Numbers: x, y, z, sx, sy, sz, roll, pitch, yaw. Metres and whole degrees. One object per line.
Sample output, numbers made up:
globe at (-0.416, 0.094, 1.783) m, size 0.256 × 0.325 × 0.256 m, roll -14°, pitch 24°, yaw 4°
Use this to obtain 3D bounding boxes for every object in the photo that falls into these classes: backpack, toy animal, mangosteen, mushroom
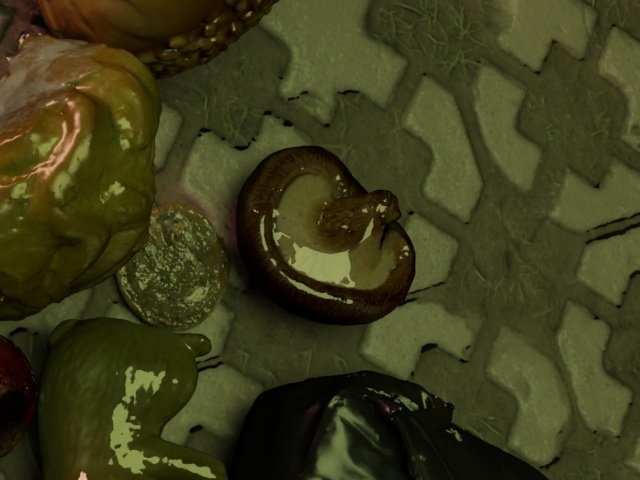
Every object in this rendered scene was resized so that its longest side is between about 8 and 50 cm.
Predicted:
backpack at (0.110, 0.351, 2.092) m, size 0.445 × 0.255 × 0.363 m, roll 19°, pitch 77°, yaw -28°
toy animal at (-0.215, 0.264, 1.957) m, size 0.180 × 0.181 × 0.363 m, roll 12°, pitch 69°, yaw -29°
mangosteen at (-0.384, 0.154, 1.913) m, size 0.180 × 0.166 × 0.166 m, roll 32°, pitch 62°, yaw 14°
mushroom at (-0.003, 0.004, 2.174) m, size 0.194 × 0.138 × 0.231 m, roll -35°, pitch 86°, yaw -17°

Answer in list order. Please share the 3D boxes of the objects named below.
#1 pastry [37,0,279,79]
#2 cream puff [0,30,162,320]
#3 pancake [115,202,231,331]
pastry at (-0.135, -0.350, 2.035) m, size 0.245 × 0.409 × 0.409 m, roll 39°, pitch 63°, yaw -9°
cream puff at (-0.283, -0.036, 1.904) m, size 0.323 × 0.274 × 0.270 m, roll -35°, pitch 124°, yaw -10°
pancake at (-0.167, 0.031, 2.129) m, size 0.151 × 0.025 × 0.152 m, roll 7°, pitch 75°, yaw -27°
